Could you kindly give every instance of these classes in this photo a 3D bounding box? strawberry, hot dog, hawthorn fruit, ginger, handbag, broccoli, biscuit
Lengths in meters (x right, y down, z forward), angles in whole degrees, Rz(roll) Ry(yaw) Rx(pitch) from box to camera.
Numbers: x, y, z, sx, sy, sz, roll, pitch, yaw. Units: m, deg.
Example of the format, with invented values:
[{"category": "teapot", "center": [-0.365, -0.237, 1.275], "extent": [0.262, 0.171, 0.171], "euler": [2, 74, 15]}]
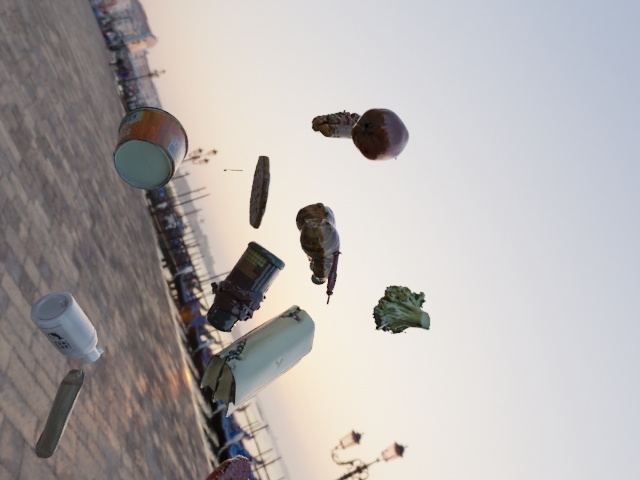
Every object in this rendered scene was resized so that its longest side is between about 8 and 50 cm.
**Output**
[{"category": "strawberry", "center": [-0.318, 0.788, 1.466], "extent": [0.107, 0.175, 0.236], "euler": [76, 9, -45]}, {"category": "hot dog", "center": [0.125, -0.532, 2.143], "extent": [0.158, 0.348, 0.117], "euler": [41, -53, 51]}, {"category": "hawthorn fruit", "center": [0.251, -0.405, 1.862], "extent": [0.262, 0.210, 0.211], "euler": [24, 29, -51]}, {"category": "ginger", "center": [0.000, -0.008, 1.793], "extent": [0.357, 0.152, 0.274], "euler": [-101, 174, -61]}, {"category": "handbag", "center": [-0.192, 0.379, 1.525], "extent": [0.160, 0.358, 0.237], "euler": [39, -49, 23]}, {"category": "broccoli", "center": [0.374, 0.315, 2.085], "extent": [0.245, 0.288, 0.248], "euler": [4, -50, 40]}, {"category": "biscuit", "center": [-0.282, -0.226, 2.160], "extent": [0.359, 0.046, 0.359], "euler": [-172, -90, -72]}]

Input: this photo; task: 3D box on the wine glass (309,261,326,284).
[{"category": "wine glass", "center": [-0.014, 0.136, 2.237], "extent": [0.195, 0.079, 0.079], "euler": [-98, 174, -67]}]

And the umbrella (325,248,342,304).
[{"category": "umbrella", "center": [0.031, 0.092, 1.225], "extent": [0.027, 0.025, 0.165], "euler": [130, -23, -53]}]

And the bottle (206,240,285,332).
[{"category": "bottle", "center": [-0.230, 0.138, 1.354], "extent": [0.156, 0.271, 0.143], "euler": [35, -5, 7]}]

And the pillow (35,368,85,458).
[{"category": "pillow", "center": [-0.698, 0.461, 1.258], "extent": [0.038, 0.130, 0.233], "euler": [35, 54, -40]}]

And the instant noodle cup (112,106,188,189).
[{"category": "instant noodle cup", "center": [-0.687, -0.356, 1.871], "extent": [0.214, 0.296, 0.296], "euler": [-96, 178, -51]}]

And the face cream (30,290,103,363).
[{"category": "face cream", "center": [-0.924, 0.358, 1.754], "extent": [0.370, 0.145, 0.145], "euler": [84, -21, -45]}]

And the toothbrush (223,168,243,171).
[{"category": "toothbrush", "center": [-0.343, -0.275, 1.836], "extent": [0.006, 0.096, 0.008], "euler": [41, 59, -56]}]
